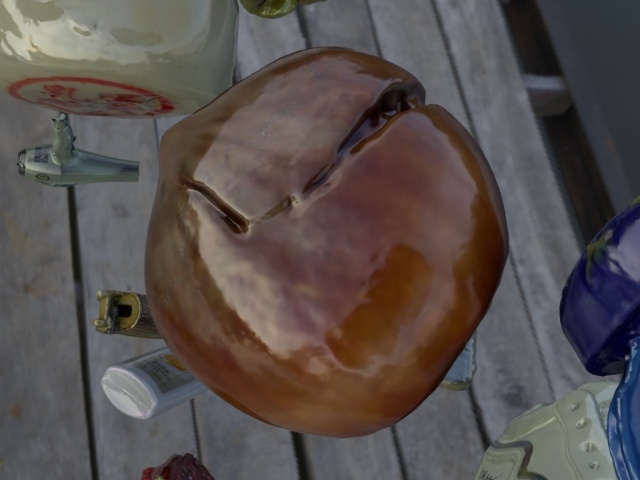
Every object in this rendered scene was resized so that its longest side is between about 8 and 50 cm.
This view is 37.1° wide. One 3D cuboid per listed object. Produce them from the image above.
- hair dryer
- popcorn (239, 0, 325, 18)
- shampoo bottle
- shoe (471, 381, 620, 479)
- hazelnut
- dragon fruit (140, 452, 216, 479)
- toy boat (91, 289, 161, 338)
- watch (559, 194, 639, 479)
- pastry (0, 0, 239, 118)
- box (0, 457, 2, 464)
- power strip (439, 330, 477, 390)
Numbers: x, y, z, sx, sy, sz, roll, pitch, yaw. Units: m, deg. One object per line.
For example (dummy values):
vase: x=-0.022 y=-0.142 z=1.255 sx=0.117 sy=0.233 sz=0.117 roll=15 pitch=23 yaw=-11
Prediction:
hair dryer: x=-0.426 y=-0.158 z=1.768 sx=0.219 sy=0.225 sz=0.088 roll=11 pitch=63 yaw=-34
popcorn: x=-0.053 y=-0.390 z=1.134 sx=0.276 sy=0.225 sz=0.276 roll=-1 pitch=42 yaw=1
shampoo bottle: x=-0.200 y=0.182 z=1.293 sx=0.086 sy=0.056 sz=0.227 roll=35 pitch=16 yaw=16
shoe: x=0.199 y=0.194 z=0.704 sx=0.132 sy=0.342 sz=0.210 roll=32 pitch=76 yaw=-7
hazelnut: x=0.000 y=0.000 z=0.471 sx=0.182 sy=0.182 sz=0.182 roll=9 pitch=60 yaw=-16
dragon fruit: x=-0.218 y=0.418 z=1.327 sx=0.152 sy=0.317 sz=0.205 roll=-25 pitch=92 yaw=5
toy boat: x=-0.257 y=0.118 z=1.451 sx=0.226 sy=0.088 sz=0.068 roll=20 pitch=70 yaw=-56
watch: x=0.227 y=0.057 z=0.432 sx=0.171 sy=0.196 sz=0.200 roll=-2 pitch=49 yaw=-38
pastry: x=-0.200 y=-0.190 z=0.893 sx=0.265 sy=0.265 sz=0.133 roll=3 pitch=87 yaw=-19
box: x=-0.387 y=0.245 z=1.013 sx=0.087 sy=0.155 sz=0.023 roll=-23 pitch=88 yaw=-24
power strip: x=0.047 y=0.020 z=0.827 sx=0.213 sy=0.064 sz=0.198 roll=16 pitch=39 yaw=-8
